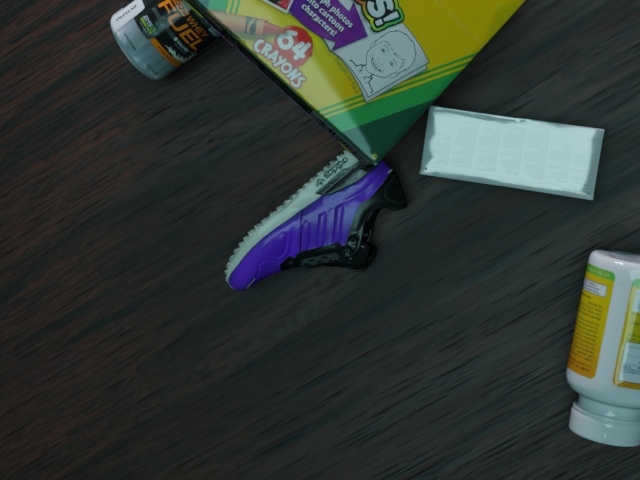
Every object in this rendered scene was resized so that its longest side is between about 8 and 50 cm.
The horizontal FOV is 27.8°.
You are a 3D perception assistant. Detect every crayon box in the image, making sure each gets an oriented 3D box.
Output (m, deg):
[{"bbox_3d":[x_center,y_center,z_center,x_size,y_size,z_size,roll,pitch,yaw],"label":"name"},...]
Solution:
[{"bbox_3d":[0.039,-0.332,1.720,0.363,0.106,0.313,42,88,-4],"label":"crayon box"}]

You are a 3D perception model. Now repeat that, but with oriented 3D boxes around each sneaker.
[{"bbox_3d":[0.000,0.000,1.825,0.293,0.102,0.146,-41,87,13],"label":"sneaker"}]

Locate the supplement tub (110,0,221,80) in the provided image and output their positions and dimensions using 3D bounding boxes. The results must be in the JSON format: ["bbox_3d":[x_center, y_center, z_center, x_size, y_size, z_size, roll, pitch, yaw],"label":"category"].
[{"bbox_3d":[-0.191,-0.322,1.824,0.190,0.117,0.117,-35,88,14],"label":"supplement tub"}]

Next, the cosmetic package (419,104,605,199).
[{"bbox_3d":[0.263,-0.122,1.777,0.239,0.060,0.099,10,96,11],"label":"cosmetic package"}]

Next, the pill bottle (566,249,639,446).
[{"bbox_3d":[0.406,0.144,1.736,0.136,0.136,0.245,11,98,11],"label":"pill bottle"}]
